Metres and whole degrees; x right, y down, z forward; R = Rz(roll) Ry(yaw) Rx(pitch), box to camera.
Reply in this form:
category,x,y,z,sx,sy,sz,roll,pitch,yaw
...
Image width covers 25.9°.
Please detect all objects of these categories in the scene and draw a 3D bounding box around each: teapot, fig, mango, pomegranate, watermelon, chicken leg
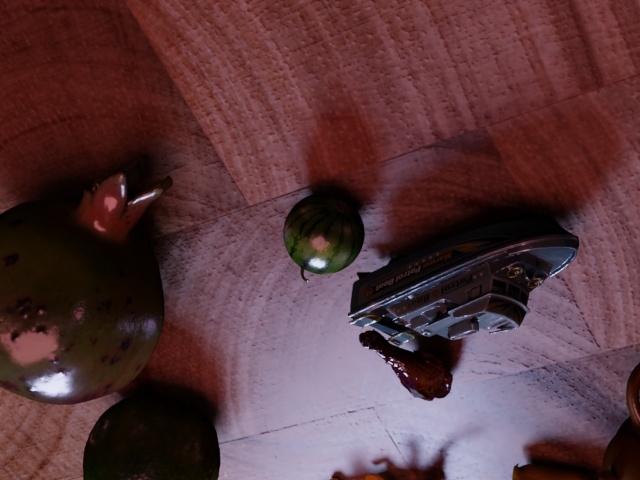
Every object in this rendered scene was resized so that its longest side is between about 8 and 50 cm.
category,x,y,z,sx,sy,sz,roll,pitch,yaw
teapot,0.394,0.264,1.661,0.135,0.178,0.252,-2,92,-21
fig,-0.237,0.336,1.918,0.195,0.245,0.195,6,140,5
mango,0.307,0.331,1.810,0.127,0.063,0.077,19,87,16
pomegranate,-0.327,0.042,1.729,0.290,0.291,0.323,14,116,12
watermelon,0.002,-0.006,1.676,0.109,0.109,0.109,10,126,14
chicken leg,0.111,0.157,1.720,0.093,0.053,0.205,25,165,23

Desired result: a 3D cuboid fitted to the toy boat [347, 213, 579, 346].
category,x,y,z,sx,sy,sz,roll,pitch,yaw
toy boat,0.173,0.051,1.627,0.296,0.122,0.114,-23,149,34

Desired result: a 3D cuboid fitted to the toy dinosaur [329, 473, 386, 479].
category,x,y,z,sx,sy,sz,roll,pitch,yaw
toy dinosaur,0.100,0.377,1.923,0.288,0.070,0.117,-16,127,34
